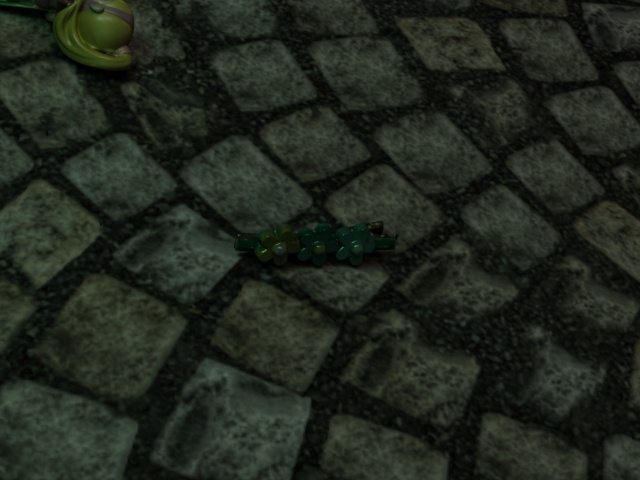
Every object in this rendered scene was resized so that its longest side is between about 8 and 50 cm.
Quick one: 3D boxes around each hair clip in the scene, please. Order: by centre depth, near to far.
[{"bbox_3d":[0.000,-0.001,1.285,0.172,0.049,0.049,-4,53,-26],"label":"hair clip"}]

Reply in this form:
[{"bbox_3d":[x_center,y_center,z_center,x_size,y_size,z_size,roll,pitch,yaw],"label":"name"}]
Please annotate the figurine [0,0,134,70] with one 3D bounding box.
[{"bbox_3d":[-0.276,-0.242,1.372,0.187,0.083,0.083,29,47,-5],"label":"figurine"}]
